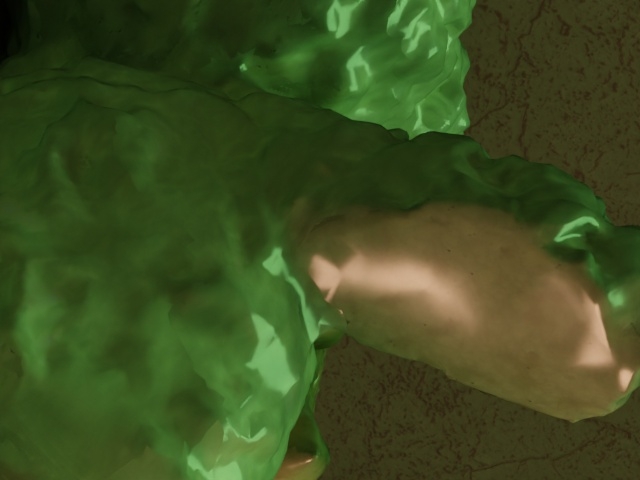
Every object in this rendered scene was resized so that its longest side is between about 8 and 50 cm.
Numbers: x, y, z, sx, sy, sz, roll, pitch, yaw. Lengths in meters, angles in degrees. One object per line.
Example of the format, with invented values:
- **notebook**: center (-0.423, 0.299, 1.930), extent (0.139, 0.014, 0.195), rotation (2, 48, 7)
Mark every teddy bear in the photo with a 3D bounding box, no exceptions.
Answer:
- **teddy bear**: center (0.000, 0.000, 0.602), extent (0.327, 0.375, 0.362), rotation (-10, -149, 47)

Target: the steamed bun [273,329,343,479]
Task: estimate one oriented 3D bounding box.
- **steamed bun**: center (-0.069, 0.079, 0.965), extent (0.247, 0.189, 0.428), rotation (-47, 156, -65)
